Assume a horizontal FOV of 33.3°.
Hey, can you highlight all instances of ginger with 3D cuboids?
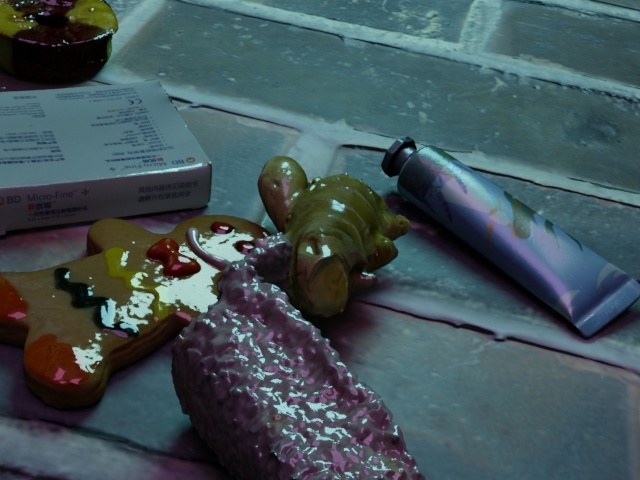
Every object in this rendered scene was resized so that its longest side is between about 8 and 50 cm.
[{"bbox_3d":[0.011,0.000,0.863,0.115,0.081,0.205,32,24,-26],"label":"ginger"}]

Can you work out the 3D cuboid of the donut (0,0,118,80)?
[{"bbox_3d":[-0.280,-0.215,1.114,0.140,0.059,0.140,7,35,-5],"label":"donut"}]

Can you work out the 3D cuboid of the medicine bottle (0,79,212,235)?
[{"bbox_3d":[-0.215,-0.083,0.948,0.201,0.052,0.171,-9,39,-25],"label":"medicine bottle"}]

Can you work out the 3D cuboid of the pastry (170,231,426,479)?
[{"bbox_3d":[-0.022,0.107,0.678,0.112,0.103,0.265,-14,43,-20],"label":"pastry"}]

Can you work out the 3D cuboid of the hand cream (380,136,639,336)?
[{"bbox_3d":[0.159,-0.009,0.942,0.088,0.055,0.256,-29,56,-36],"label":"hand cream"}]

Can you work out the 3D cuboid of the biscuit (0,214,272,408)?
[{"bbox_3d":[-0.135,0.031,0.821,0.250,0.036,0.165,-23,47,-38],"label":"biscuit"}]
